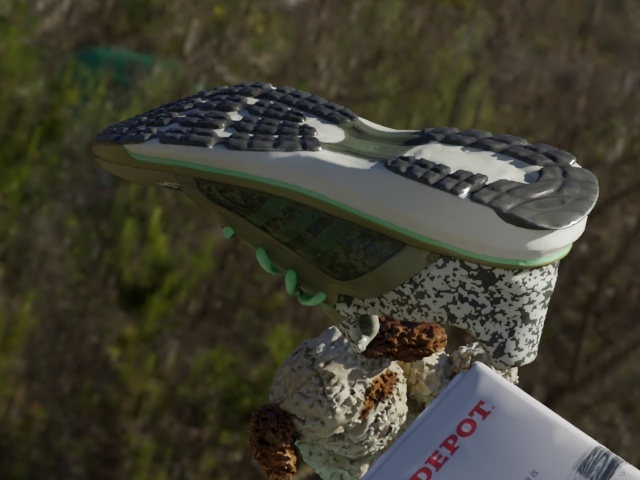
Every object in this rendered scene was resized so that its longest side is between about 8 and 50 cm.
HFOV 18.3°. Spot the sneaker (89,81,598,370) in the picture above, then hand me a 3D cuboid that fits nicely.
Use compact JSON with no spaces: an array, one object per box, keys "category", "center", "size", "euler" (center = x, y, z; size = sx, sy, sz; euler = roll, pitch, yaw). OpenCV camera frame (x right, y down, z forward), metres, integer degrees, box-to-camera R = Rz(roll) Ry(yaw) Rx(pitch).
[{"category":"sneaker","center":[0.000,0.000,1.494],"size":[0.410,0.182,0.158],"euler":[15,25,26]}]

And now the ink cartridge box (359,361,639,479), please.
[{"category":"ink cartridge box","center":[0.125,0.207,1.094],"size":[0.237,0.172,0.100],"euler":[34,-20,29]}]

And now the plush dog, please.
[{"category":"plush dog","center":[0.036,0.147,1.974],"size":[0.210,0.262,0.225],"euler":[48,6,23]}]
